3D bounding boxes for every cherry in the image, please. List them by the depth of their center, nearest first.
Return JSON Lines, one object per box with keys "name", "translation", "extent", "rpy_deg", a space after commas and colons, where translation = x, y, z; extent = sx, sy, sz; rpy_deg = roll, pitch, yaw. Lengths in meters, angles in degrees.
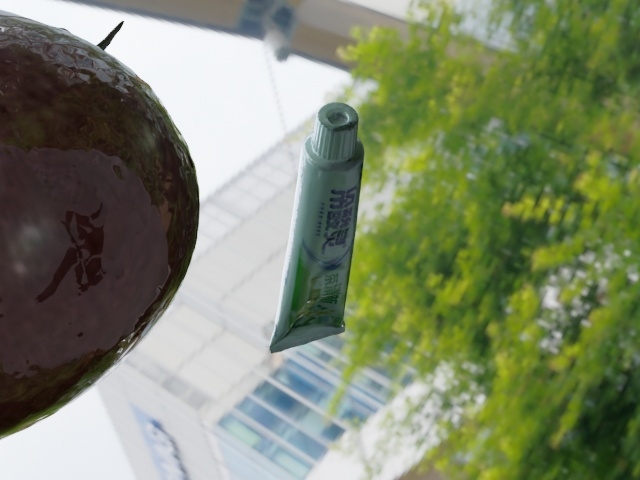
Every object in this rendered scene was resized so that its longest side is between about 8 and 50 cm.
{"name": "cherry", "translation": [-0.199, -0.005, 0.737], "extent": [0.307, 0.261, 0.221], "rpy_deg": [-46, -55, -17]}

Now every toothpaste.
{"name": "toothpaste", "translation": [0.000, 0.000, 1.129], "extent": [0.074, 0.048, 0.297], "rpy_deg": [-14, -36, -17]}
